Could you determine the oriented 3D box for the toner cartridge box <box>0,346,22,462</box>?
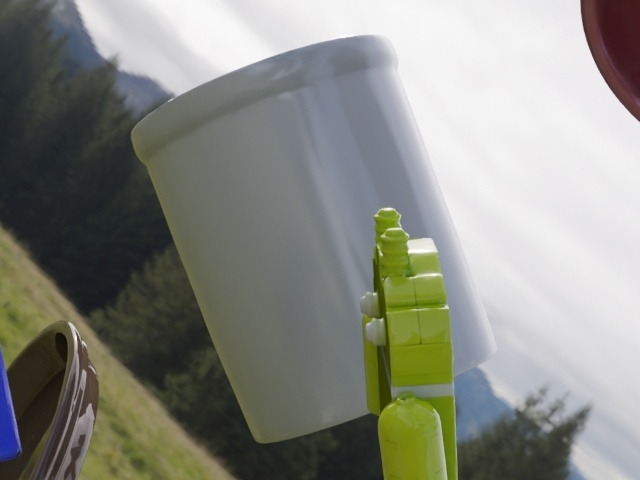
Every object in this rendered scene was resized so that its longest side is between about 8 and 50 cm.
[{"bbox_3d":[-0.279,0.098,0.528,0.348,0.165,0.075,-23,-103,51],"label":"toner cartridge box"}]

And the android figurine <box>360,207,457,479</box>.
[{"bbox_3d":[0.064,0.114,0.860,0.248,0.056,0.273,-95,179,-73],"label":"android figurine"}]

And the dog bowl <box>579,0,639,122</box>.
[{"bbox_3d":[0.436,-0.239,1.132,0.408,0.150,0.408,26,-40,24],"label":"dog bowl"}]

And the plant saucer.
[{"bbox_3d":[-0.247,0.193,0.905,0.041,0.278,0.278,29,0,-22],"label":"plant saucer"}]

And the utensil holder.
[{"bbox_3d":[0.000,0.000,1.365,0.327,0.327,0.385,125,-56,-86],"label":"utensil holder"}]
